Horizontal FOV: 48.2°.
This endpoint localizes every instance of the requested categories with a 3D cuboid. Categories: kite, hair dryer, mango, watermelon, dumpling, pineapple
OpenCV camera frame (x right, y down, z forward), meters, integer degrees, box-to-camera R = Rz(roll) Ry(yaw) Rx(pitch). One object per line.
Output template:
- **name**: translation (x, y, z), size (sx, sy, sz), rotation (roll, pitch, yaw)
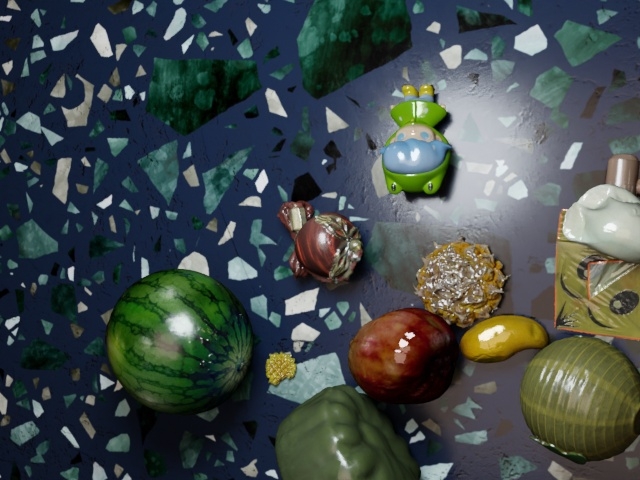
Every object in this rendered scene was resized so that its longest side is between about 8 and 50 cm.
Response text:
- **kite**: translation (0.619, 0.087, 1.494), size (0.327, 0.013, 0.377), rotation (-42, 84, 21)
- **hair dryer**: translation (0.686, -0.114, 1.482), size (0.182, 0.064, 0.117), rotation (7, 90, 12)
- **mango**: translation (0.394, 0.213, 1.558), size (0.190, 0.075, 0.098), rotation (-16, 88, 17)
- **watermelon**: translation (-0.328, 0.236, 1.686), size (0.363, 0.363, 0.363), rotation (-1, 87, 20)
- **dumpling**: translation (0.605, -0.032, 1.422), size (0.229, 0.124, 0.151), rotation (21, 70, 11)
- **pineapple**: translation (0.301, 0.090, 1.585), size (0.225, 0.076, 0.225), rotation (-6, 75, 25)

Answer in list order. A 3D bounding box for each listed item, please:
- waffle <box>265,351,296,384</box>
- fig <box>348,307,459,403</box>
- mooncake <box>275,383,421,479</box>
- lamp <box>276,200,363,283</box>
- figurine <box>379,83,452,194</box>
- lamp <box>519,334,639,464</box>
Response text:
- **waffle**: translation (-0.097, 0.314, 1.762), size (0.085, 0.016, 0.078), rotation (-13, 83, 18)
- **fig**: translation (0.179, 0.256, 1.564), size (0.263, 0.224, 0.224), rotation (-31, 77, 38)
- **mooncake**: translation (0.073, 0.485, 1.516), size (0.194, 0.356, 0.356), rotation (-34, 77, 13)
- **lamp**: translation (-0.003, -0.002, 1.674), size (0.223, 0.151, 0.215), rotation (-9, 80, 21)
- **figurine**: translation (0.218, -0.227, 1.619), size (0.162, 0.143, 0.263), rotation (2, 71, 13)
- **lamp**: translation (0.535, 0.312, 1.397), size (0.284, 0.250, 0.250), rotation (11, 91, 49)
